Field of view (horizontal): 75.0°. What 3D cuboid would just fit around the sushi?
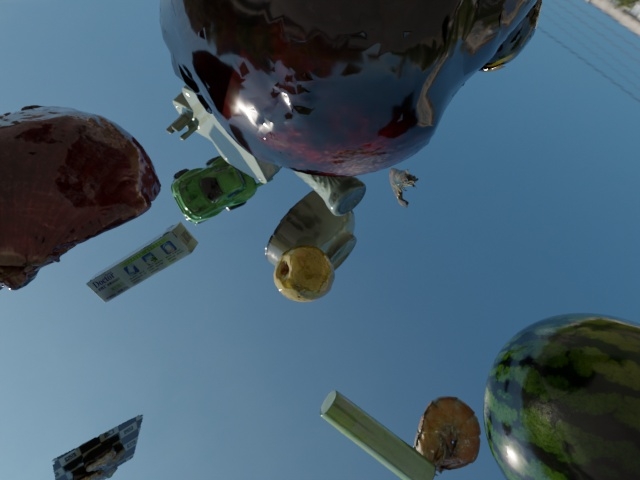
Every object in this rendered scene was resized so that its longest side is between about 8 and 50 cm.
[{"bbox_3d":[-0.496,0.511,0.952,0.192,0.210,0.040,-18,-130,-45],"label":"sushi"}]

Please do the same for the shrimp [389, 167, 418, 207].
[{"bbox_3d":[0.333,-0.203,1.651,0.058,0.296,0.169,-21,-76,-3],"label":"shrimp"}]

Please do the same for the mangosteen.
[{"bbox_3d":[0.033,-0.278,0.450,0.381,0.381,0.421,42,-99,19],"label":"mangosteen"}]

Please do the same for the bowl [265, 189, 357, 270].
[{"bbox_3d":[0.000,0.000,1.427,0.185,0.354,0.354,41,-122,17],"label":"bowl"}]

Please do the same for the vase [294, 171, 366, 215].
[{"bbox_3d":[-0.015,-0.140,0.752,0.096,0.096,0.219,-30,-115,-27],"label":"vase"}]

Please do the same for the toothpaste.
[{"bbox_3d":[-0.492,0.063,1.144,0.336,0.081,0.067,-27,-157,20],"label":"toothpaste"}]

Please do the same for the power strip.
[{"bbox_3d":[-0.224,-0.248,0.906,0.261,0.229,0.141,33,-108,30],"label":"power strip"}]

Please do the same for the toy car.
[{"bbox_3d":[-0.378,-0.214,1.597,0.358,0.176,0.213,-34,-76,-43],"label":"toy car"}]

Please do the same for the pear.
[{"bbox_3d":[-0.042,0.098,1.208,0.178,0.178,0.178,5,-126,-6],"label":"pear"}]

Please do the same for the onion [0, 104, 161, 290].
[{"bbox_3d":[-0.299,-0.066,0.443,0.227,0.120,0.283,-8,-143,-14],"label":"onion"}]

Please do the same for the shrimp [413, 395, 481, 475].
[{"bbox_3d":[0.335,0.580,1.143,0.164,0.062,0.317,21,-83,28],"label":"shrimp"}]

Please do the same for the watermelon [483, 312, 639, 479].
[{"bbox_3d":[0.358,0.233,0.530,0.285,0.285,0.285,5,-126,-6],"label":"watermelon"}]

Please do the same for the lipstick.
[{"bbox_3d":[0.136,0.473,0.983,0.304,0.076,0.076,38,-124,-2],"label":"lipstick"}]
